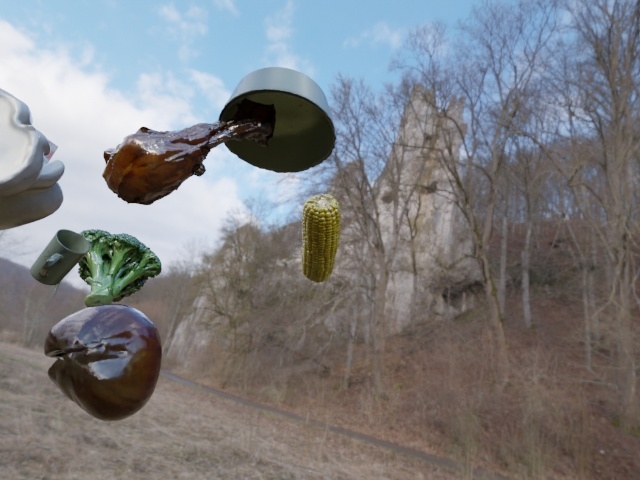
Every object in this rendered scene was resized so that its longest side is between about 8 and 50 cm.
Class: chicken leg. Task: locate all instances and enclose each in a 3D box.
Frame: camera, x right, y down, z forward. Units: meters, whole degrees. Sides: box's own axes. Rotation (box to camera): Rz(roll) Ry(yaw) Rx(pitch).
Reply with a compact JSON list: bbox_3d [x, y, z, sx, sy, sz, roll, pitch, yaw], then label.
[{"bbox_3d":[-0.203,-0.159,0.674,0.113,0.305,0.093,64,-17,-14],"label":"chicken leg"}]

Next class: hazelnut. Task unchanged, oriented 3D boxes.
[{"bbox_3d":[-0.449,0.251,0.865,0.217,0.251,0.217,-28,-17,-9],"label":"hazelnut"}]

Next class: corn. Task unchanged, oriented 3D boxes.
[{"bbox_3d":[0.000,0.000,1.018,0.094,0.093,0.244,10,-50,9],"label":"corn"}]

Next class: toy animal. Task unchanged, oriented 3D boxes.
[{"bbox_3d":[-0.374,-0.066,0.429,0.193,0.178,0.127,-28,-81,46],"label":"toy animal"}]

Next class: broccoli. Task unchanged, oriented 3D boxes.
[{"bbox_3d":[-0.648,0.092,1.263,0.254,0.269,0.269,-40,-50,21],"label":"broccoli"}]

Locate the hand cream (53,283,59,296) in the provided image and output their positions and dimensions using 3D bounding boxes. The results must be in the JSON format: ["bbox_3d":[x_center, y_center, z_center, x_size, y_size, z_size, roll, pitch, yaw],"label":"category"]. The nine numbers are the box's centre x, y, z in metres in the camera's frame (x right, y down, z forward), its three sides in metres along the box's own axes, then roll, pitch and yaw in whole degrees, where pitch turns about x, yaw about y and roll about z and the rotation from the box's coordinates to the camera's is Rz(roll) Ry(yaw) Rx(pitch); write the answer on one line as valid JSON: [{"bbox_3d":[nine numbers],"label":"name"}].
[{"bbox_3d":[-0.829,0.098,1.316,0.037,0.164,0.057,17,-8,-30],"label":"hand cream"}]

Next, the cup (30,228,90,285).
[{"bbox_3d":[-0.419,0.034,0.660,0.083,0.074,0.055,-45,-45,12],"label":"cup"}]

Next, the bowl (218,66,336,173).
[{"bbox_3d":[-0.074,-0.229,0.751,0.212,0.112,0.211,2,-27,1],"label":"bowl"}]

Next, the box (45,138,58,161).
[{"bbox_3d":[-0.694,-0.219,1.024,0.012,0.083,0.046,-17,-40,27],"label":"box"}]
